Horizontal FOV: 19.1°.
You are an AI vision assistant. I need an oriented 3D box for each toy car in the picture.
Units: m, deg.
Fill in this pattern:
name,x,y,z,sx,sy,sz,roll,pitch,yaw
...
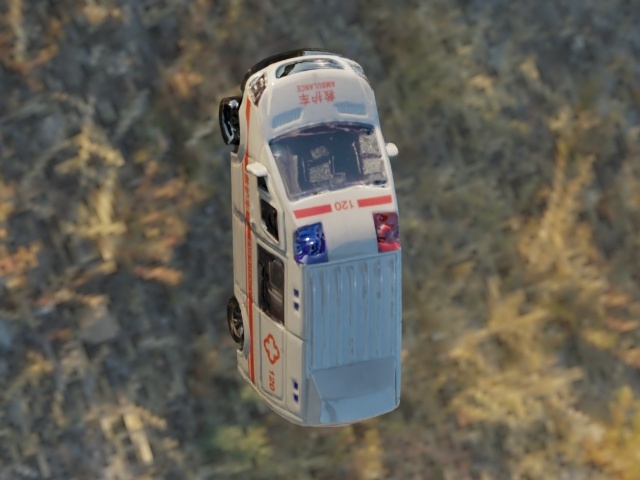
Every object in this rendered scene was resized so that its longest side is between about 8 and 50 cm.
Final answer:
name,x,y,z,sx,sy,sz,roll,pitch,yaw
toy car,0.000,0.000,1.085,0.108,0.089,0.210,-133,-141,-61
